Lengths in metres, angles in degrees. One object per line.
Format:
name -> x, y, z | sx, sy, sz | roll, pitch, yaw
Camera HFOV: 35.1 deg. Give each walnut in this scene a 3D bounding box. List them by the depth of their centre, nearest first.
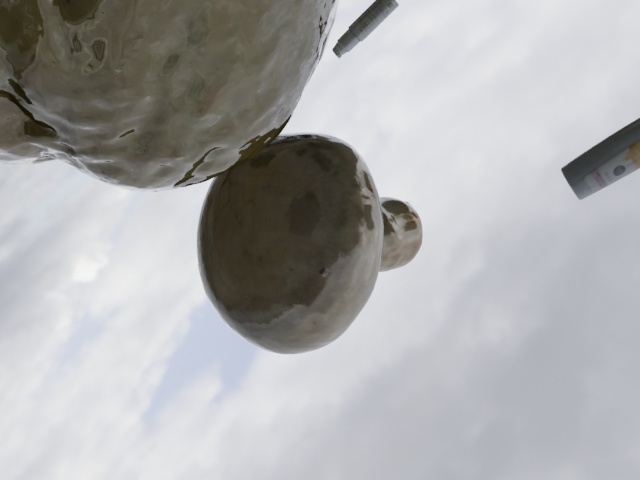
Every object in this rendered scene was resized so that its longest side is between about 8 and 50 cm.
walnut -> -0.100, -0.154, 0.539 | 0.282, 0.227, 0.283 | -58, 175, -8

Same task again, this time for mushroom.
mushroom -> -0.018, 0.004, 0.919 | 0.207, 0.209, 0.206 | -7, -109, 23

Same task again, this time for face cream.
face cream -> 0.488, -0.140, 1.625 | 0.198, 0.084, 0.057 | -32, -140, 18
face cream -> 0.070, -0.349, 1.646 | 0.130, 0.034, 0.034 | -44, -157, 8
